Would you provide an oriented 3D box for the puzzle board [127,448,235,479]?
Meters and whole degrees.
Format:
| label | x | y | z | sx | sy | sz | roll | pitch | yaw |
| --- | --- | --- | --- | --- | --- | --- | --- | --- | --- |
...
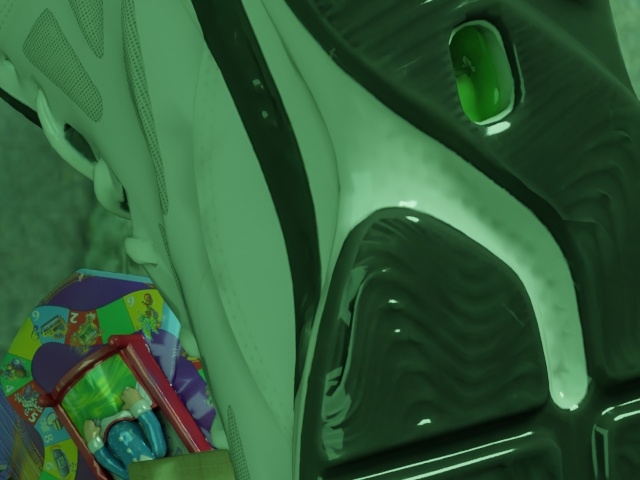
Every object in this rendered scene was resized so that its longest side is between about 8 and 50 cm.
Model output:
| label | x | y | z | sx | sy | sz | roll | pitch | yaw |
| --- | --- | --- | --- | --- | --- | --- | --- | --- | --- |
| puzzle board | -0.003 | 0.122 | 0.734 | 0.128 | 0.011 | 0.096 | -9 | 87 | 2 |

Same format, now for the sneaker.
| label | x | y | z | sx | sy | sz | roll | pitch | yaw |
| --- | --- | --- | --- | --- | --- | --- | --- | --- | --- |
| sneaker | 0.001 | -0.001 | 0.692 | 0.257 | 0.169 | 0.447 | 0 | 102 | 63 |

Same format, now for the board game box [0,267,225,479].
| label | x | y | z | sx | sy | sz | roll | pitch | yaw |
| --- | --- | --- | --- | --- | --- | --- | --- | --- | --- |
| board game box | -0.068 | 0.082 | 0.773 | 0.169 | 0.033 | 0.133 | 8 | 90 | 22 |
